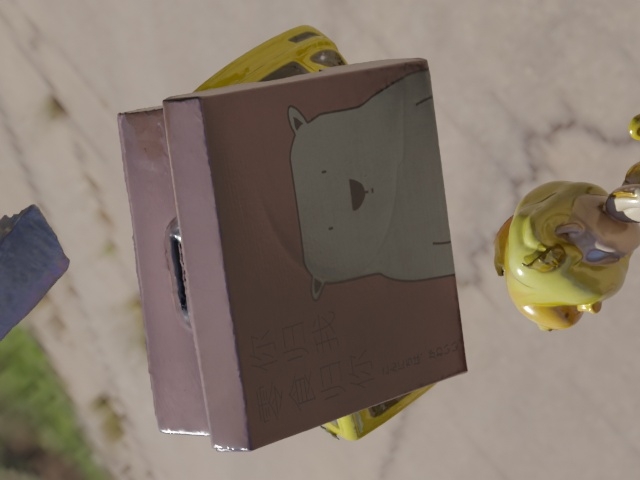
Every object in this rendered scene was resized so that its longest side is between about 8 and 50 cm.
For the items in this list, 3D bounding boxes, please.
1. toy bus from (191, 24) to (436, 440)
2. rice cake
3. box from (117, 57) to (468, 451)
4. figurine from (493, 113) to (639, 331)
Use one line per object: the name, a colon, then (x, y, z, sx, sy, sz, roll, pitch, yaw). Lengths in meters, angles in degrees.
toy bus: (0.000, 0.000, 1.511, 0.152, 0.144, 0.330, 41, 157, 40)
rice cake: (-0.336, 0.117, 1.582, 0.073, 0.365, 0.056, 39, -177, -17)
box: (-0.015, 0.005, 1.195, 0.086, 0.215, 0.215, -2, 99, 43)
figurine: (0.250, -0.014, 1.754, 0.156, 0.246, 0.131, -3, -119, -48)
